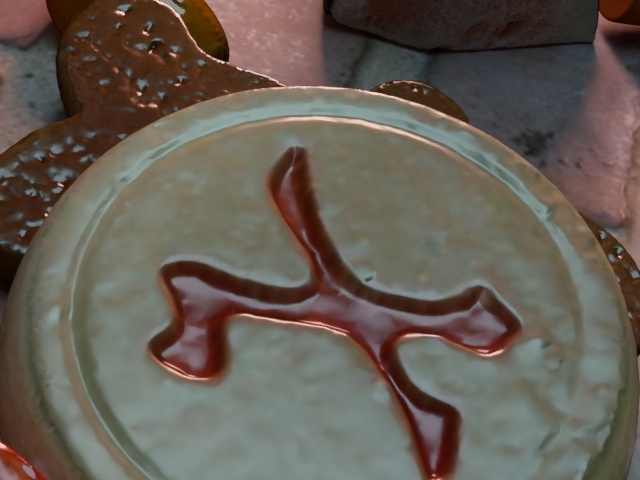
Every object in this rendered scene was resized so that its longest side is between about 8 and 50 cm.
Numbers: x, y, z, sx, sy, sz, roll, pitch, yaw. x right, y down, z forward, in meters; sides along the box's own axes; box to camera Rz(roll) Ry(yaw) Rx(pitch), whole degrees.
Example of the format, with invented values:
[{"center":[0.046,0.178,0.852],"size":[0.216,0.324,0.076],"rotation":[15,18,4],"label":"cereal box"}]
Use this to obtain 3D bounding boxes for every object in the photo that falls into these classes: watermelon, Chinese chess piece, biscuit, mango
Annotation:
[{"center":[0.097,-0.237,1.346],"size":[0.289,0.214,0.320],"rotation":[39,-6,-17],"label":"watermelon"},{"center":[-0.001,0.074,0.887],"size":[0.338,0.140,0.338],"rotation":[4,53,-6],"label":"Chinese chess piece"},{"center":[0.000,0.001,1.073],"size":[0.432,0.064,0.283],"rotation":[19,51,5],"label":"biscuit"},{"center":[-0.139,-0.174,1.221],"size":[0.105,0.084,0.159],"rotation":[-32,57,-33],"label":"mango"}]

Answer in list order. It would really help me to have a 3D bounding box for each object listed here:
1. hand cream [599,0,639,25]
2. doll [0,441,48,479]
[{"center":[0.387,-0.205,1.405],"size":[0.314,0.089,0.140],"rotation":[3,43,-24],"label":"hand cream"},{"center":[-0.102,0.206,0.733],"size":[0.336,0.200,0.105],"rotation":[23,13,9],"label":"doll"}]
